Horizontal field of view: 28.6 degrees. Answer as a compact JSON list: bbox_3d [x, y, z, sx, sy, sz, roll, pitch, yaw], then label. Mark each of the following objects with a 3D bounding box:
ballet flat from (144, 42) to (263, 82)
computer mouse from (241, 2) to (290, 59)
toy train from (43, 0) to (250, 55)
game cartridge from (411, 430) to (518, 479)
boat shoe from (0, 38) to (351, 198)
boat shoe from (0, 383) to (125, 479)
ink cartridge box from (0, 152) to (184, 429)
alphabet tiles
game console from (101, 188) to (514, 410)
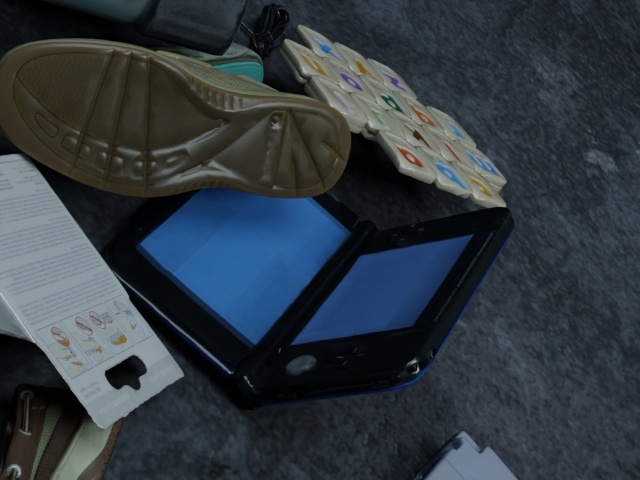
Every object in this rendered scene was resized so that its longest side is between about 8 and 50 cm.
[{"bbox_3d":[-0.145,-0.159,1.220,0.068,0.072,0.213,33,29,30],"label":"ballet flat"},{"bbox_3d":[-0.114,-0.278,1.358,0.193,0.042,0.106,41,39,-6],"label":"computer mouse"},{"bbox_3d":[-0.216,-0.270,1.140,0.334,0.142,0.190,13,20,-35],"label":"toy train"},{"bbox_3d":[0.116,0.306,1.046,0.196,0.060,0.294,46,38,6],"label":"game cartridge"},{"bbox_3d":[-0.137,-0.103,1.101,0.341,0.122,0.110,11,12,-37],"label":"boat shoe"},{"bbox_3d":[-0.211,0.195,0.823,0.095,0.095,0.257,24,34,-7],"label":"boat shoe"},{"bbox_3d":[-0.211,0.040,0.933,0.225,0.056,0.181,55,14,2],"label":"ink cartridge box"},{"bbox_3d":[0.080,-0.131,1.361,0.284,0.021,0.278,19,27,-42],"label":"alphabet tiles"},{"bbox_3d":[0.000,0.000,1.124,0.293,0.250,0.173,-50,121,-52],"label":"game console"}]
